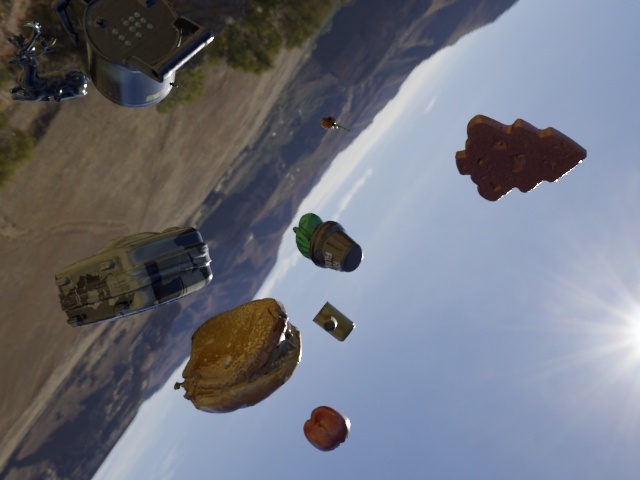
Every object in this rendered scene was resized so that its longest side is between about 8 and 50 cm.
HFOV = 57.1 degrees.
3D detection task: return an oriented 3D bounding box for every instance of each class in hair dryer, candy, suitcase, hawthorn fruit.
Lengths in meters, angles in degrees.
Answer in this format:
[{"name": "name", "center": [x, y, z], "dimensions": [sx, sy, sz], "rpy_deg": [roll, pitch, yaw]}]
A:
[{"name": "hair dryer", "center": [0.044, 0.287, 2.001], "dimensions": [0.090, 0.135, 0.279], "rpy_deg": [-51, 176, 0]}, {"name": "candy", "center": [0.056, -0.393, 2.023], "dimensions": [0.056, 0.049, 0.185], "rpy_deg": [-34, -148, -12]}, {"name": "suitcase", "center": [-0.450, 0.076, 1.483], "dimensions": [0.352, 0.193, 0.339], "rpy_deg": [-16, -176, 35]}, {"name": "hawthorn fruit", "center": [0.015, 0.503, 1.572], "dimensions": [0.128, 0.128, 0.128], "rpy_deg": [-53, -173, 10]}]

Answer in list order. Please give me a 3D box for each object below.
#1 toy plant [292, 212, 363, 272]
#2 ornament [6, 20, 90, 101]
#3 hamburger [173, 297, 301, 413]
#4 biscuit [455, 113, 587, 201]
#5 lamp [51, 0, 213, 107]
[{"name": "toy plant", "center": [0.000, 0.000, 1.316], "dimensions": [0.105, 0.201, 0.142], "rpy_deg": [-51, 144, -18]}, {"name": "ornament", "center": [-0.680, -0.448, 1.477], "dimensions": [0.202, 0.080, 0.236], "rpy_deg": [-17, 157, -29]}, {"name": "hamburger", "center": [-0.196, 0.280, 1.424], "dimensions": [0.315, 0.170, 0.289], "rpy_deg": [-23, -158, 13]}, {"name": "biscuit", "center": [0.491, -0.206, 1.456], "dimensions": [0.283, 0.307, 0.043], "rpy_deg": [67, 30, -45]}, {"name": "lamp", "center": [-0.427, -0.433, 1.369], "dimensions": [0.205, 0.374, 0.272], "rpy_deg": [-50, 166, -21]}]
